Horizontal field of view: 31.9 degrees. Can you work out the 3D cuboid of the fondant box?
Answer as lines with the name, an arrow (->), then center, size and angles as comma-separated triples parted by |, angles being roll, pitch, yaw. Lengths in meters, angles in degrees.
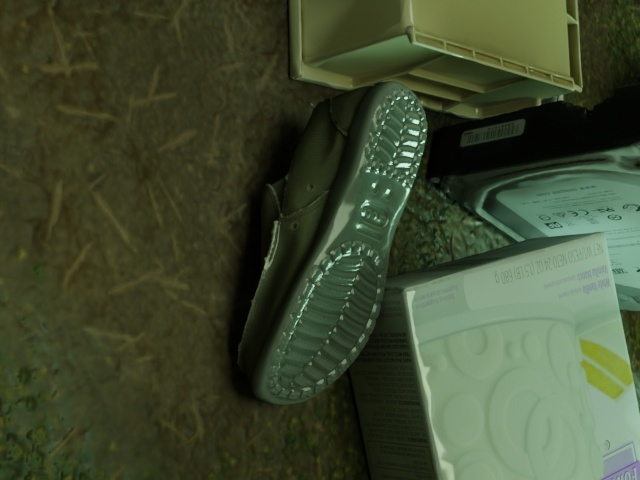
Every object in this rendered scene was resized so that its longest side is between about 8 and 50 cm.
fondant box -> 0.159, 0.175, 0.928 | 0.238, 0.096, 0.330 | -14, 95, -36

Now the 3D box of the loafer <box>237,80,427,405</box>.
loafer -> 0.000, 0.000, 0.829 | 0.094, 0.087, 0.251 | 33, 77, -46

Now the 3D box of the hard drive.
hard drive -> 0.292, -0.023, 1.021 | 0.339, 0.237, 0.064 | 29, 64, -40

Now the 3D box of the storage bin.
storage bin -> 0.104, -0.255, 0.947 | 0.260, 0.123, 0.262 | 6, 79, -46

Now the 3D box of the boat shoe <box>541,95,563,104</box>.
boat shoe -> 0.223, -0.151, 1.112 | 0.046, 0.038, 0.125 | 87, 12, -73
